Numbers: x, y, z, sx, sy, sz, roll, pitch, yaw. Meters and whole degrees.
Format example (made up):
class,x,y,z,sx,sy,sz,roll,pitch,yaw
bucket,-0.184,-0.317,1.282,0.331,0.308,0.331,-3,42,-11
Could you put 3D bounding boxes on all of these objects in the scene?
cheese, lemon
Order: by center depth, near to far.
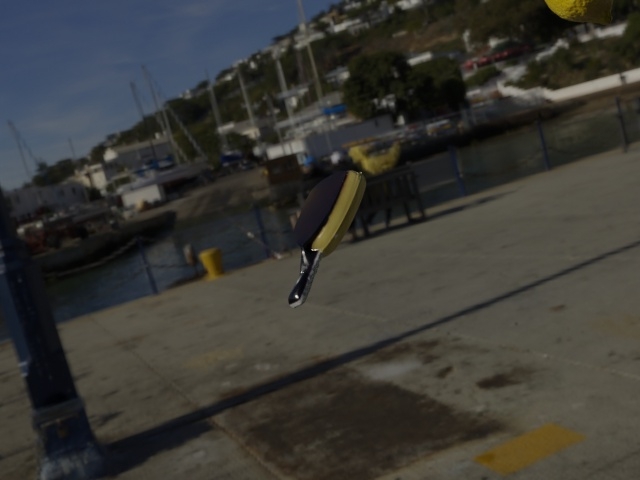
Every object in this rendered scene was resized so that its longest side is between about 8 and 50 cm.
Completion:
class,x,y,z,sx,sy,sz,roll,pitch,yaw
lemon,0.237,-0.235,0.750,0.065,0.092,0.065,-38,5,4
cheese,-0.001,-0.001,0.883,0.086,0.036,0.162,-24,38,52
